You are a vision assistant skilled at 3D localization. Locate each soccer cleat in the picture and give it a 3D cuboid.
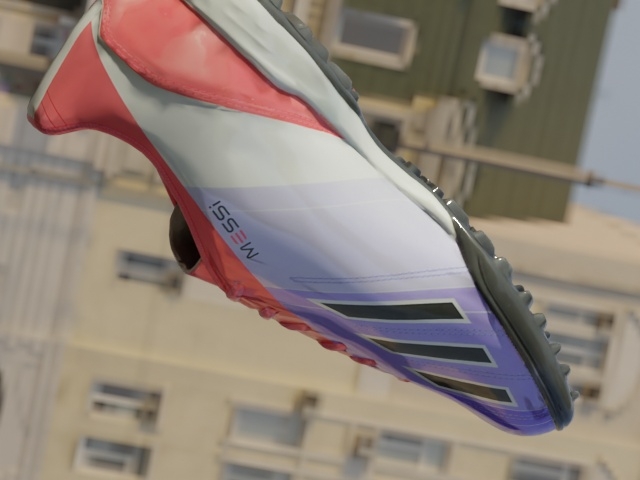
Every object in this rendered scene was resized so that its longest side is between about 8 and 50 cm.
[{"bbox_3d":[0.000,0.000,0.927,0.116,0.318,0.108,-43,-152,-1],"label":"soccer cleat"}]
